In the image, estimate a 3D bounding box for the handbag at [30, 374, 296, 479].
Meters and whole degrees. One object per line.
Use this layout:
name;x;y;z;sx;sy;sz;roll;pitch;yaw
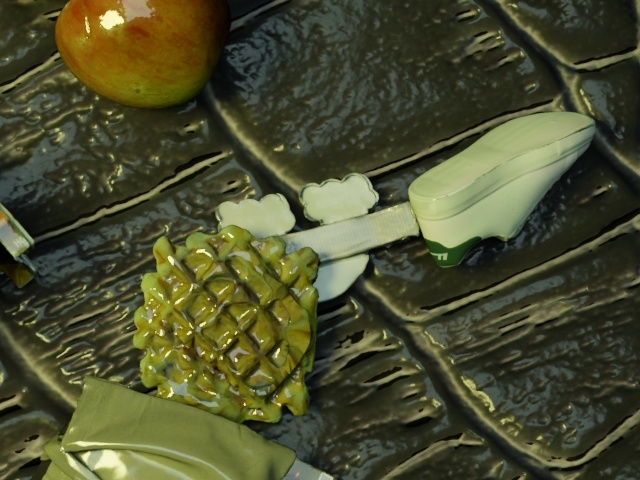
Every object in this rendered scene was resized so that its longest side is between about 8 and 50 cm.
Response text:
handbag;-0.203;0.312;1.695;0.253;0.109;0.315;25;81;5

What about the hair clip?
hair clip;0.000;0.000;1.823;0.220;0.054;0.140;-14;85;-8

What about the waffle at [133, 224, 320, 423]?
waffle;-0.104;0.094;1.768;0.204;0.054;0.223;4;90;-4

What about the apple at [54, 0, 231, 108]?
apple;-0.192;-0.236;1.777;0.196;0.196;0.195;2;78;-7

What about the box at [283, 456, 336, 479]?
box;-0.051;0.301;1.764;0.090;0.023;0.133;27;76;-3

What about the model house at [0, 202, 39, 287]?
model house;-0.434;-0.002;1.674;0.198;0.224;0.215;-43;87;-13

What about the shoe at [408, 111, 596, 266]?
shoe;0.214;-0.061;1.854;0.265;0.095;0.110;-25;119;-27
